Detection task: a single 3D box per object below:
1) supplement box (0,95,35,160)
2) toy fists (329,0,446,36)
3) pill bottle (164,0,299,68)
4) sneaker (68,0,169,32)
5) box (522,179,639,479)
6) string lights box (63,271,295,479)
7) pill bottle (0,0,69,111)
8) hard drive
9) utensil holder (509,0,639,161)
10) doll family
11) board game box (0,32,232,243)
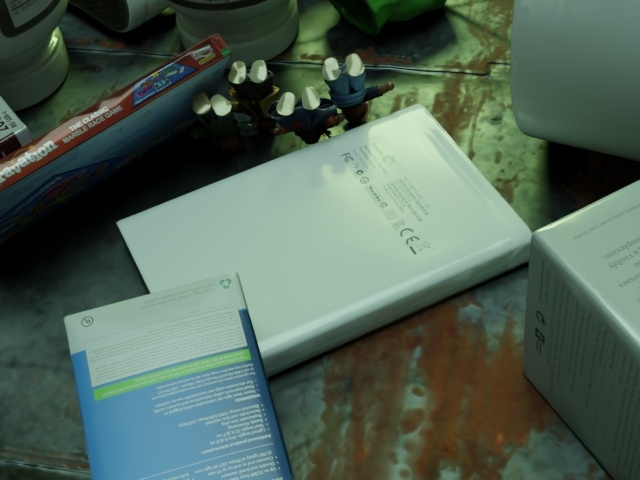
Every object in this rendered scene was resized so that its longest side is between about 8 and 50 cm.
[{"bbox_3d":[-0.389,-0.053,0.993,0.239,0.073,0.130,-35,52,-15],"label":"supplement box"},{"bbox_3d":[0.037,-0.334,1.188,0.142,0.096,0.279,-38,56,-12],"label":"toy fists"},{"bbox_3d":[-0.101,-0.321,1.068,0.162,0.278,0.162,-4,49,4],"label":"pill bottle"},{"bbox_3d":[-0.266,-0.338,1.236,0.290,0.105,0.123,38,53,25],"label":"sneaker"},{"bbox_3d":[0.323,0.111,0.704,0.215,0.168,0.345,-25,50,-15],"label":"box"},{"bbox_3d":[-0.088,0.162,0.744,0.133,0.076,0.259,-14,59,-5],"label":"string lights box"},{"bbox_3d":[-0.349,-0.283,1.040,0.176,0.318,0.176,-3,48,4],"label":"pill bottle"},{"bbox_3d":[0.000,0.000,0.930,0.308,0.040,0.203,-23,50,-12],"label":"hard drive"},{"bbox_3d":[0.384,-0.201,0.877,0.386,0.327,0.327,13,51,22],"label":"utensil holder"},{"bbox_3d":[-0.028,-0.127,1.012,0.193,0.111,0.076,2,71,10],"label":"doll family"},{"bbox_3d":[-0.209,-0.081,0.966,0.281,0.145,0.027,-35,83,-22],"label":"board game box"}]
